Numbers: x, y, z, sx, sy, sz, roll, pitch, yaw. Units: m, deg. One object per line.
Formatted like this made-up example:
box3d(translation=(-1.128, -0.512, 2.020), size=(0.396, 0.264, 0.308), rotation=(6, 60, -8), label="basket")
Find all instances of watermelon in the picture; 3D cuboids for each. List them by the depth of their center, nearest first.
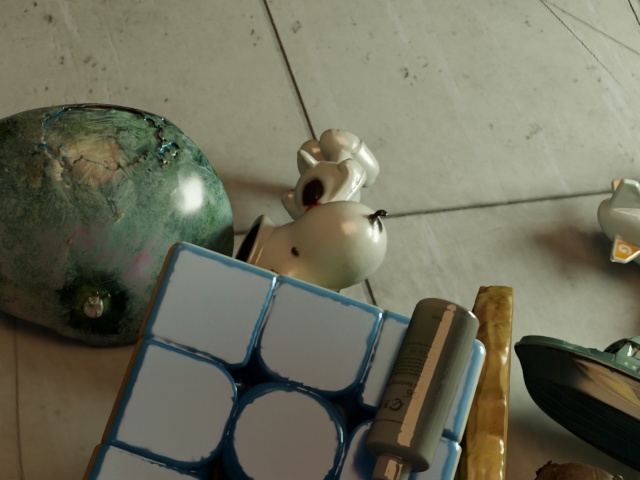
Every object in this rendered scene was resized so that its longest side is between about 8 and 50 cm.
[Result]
box3d(translation=(-0.237, -0.014, 1.832), size=(0.322, 0.188, 0.175), rotation=(2, 52, -11), label="watermelon")

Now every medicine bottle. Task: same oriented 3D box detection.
box3d(translation=(0.073, 0.144, 1.469), size=(0.058, 0.057, 0.199), rotation=(22, 67, 2), label="medicine bottle")

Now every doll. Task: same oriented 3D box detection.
box3d(translation=(-0.015, 0.006, 1.920), size=(0.144, 0.208, 0.271), rotation=(49, 11, -22), label="doll")

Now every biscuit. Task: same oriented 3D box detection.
box3d(translation=(0.155, 0.184, 1.733), size=(0.051, 0.269, 0.376), rotation=(1, 19, 6), label="biscuit")

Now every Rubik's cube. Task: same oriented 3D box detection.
box3d(translation=(-0.052, 0.214, 1.607), size=(0.290, 0.291, 0.291), rotation=(18, 68, -2), label="Rubik's cube")

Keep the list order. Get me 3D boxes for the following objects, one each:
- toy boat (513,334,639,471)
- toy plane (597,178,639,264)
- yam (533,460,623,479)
box3d(translation=(0.332, 0.174, 1.876), size=(0.296, 0.114, 0.122), rotation=(29, 62, 0), label="toy boat")
box3d(translation=(0.430, -0.008, 2.053), size=(0.245, 0.117, 0.244), rotation=(7, 51, -9), label="toy plane")
box3d(translation=(0.225, 0.347, 1.726), size=(0.131, 0.131, 0.279), rotation=(23, 52, 3), label="yam")
